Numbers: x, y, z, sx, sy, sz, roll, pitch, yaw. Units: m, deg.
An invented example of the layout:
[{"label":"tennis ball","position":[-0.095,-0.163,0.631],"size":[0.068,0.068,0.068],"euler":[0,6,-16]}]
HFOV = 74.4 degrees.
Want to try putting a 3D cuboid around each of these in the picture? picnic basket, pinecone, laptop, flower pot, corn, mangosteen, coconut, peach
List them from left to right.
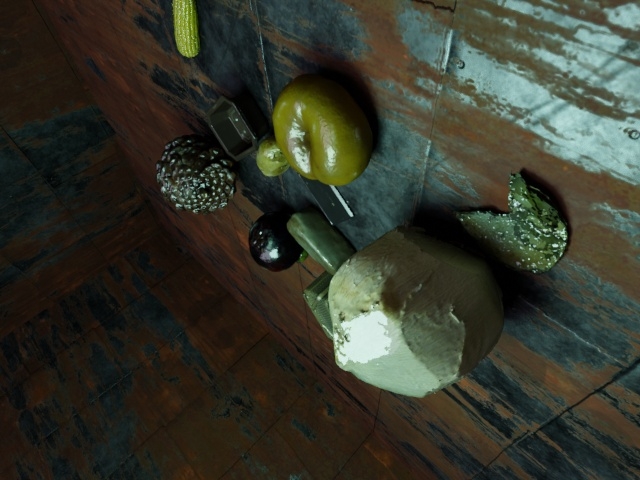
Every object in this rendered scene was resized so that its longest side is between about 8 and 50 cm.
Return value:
[{"label":"corn","position":[-0.370,-0.598,1.159],"size":[0.072,0.072,0.203],"euler":[46,155,11]},{"label":"pinecone","position":[-0.460,-0.250,1.579],"size":[0.296,0.298,0.242],"euler":[62,-174,18]},{"label":"flower pot","position":[-0.244,-0.350,1.275],"size":[0.179,0.084,0.250],"euler":[59,154,-16]},{"label":"mangosteen","position":[-0.145,0.000,1.489],"size":[0.216,0.216,0.216],"euler":[40,154,24]},{"label":"peach","position":[0.002,-0.238,0.924],"size":[0.251,0.153,0.251],"euler":[36,157,18]},{"label":"laptop","position":[0.012,-0.134,1.217],"size":[0.197,0.016,0.135],"euler":[54,155,-8]},{"label":"picnic basket","position":[0.079,0.233,1.447],"size":[0.139,0.165,0.267],"euler":[14,138,53]},{"label":"coconut","position":[0.187,0.160,0.905],"size":[0.346,0.360,0.346],"euler":[41,157,22]}]

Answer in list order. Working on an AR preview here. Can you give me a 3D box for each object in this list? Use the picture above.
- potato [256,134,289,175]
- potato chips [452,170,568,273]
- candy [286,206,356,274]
[{"label":"potato","position":[-0.130,-0.240,1.210],"size":[0.170,0.107,0.080],"euler":[144,129,-66]},{"label":"potato chips","position":[0.349,-0.026,0.767],"size":[0.202,0.029,0.220],"euler":[43,158,15]},{"label":"candy","position":[0.000,0.000,1.321],"size":[0.234,0.104,0.102],"euler":[49,156,5]}]
